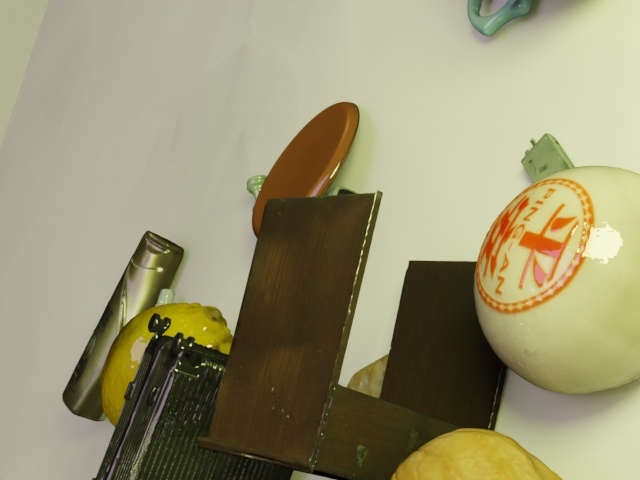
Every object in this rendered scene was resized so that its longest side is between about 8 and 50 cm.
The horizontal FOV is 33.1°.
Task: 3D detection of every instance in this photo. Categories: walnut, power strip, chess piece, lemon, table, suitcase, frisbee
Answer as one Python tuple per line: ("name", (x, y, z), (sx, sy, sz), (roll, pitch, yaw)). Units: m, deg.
("walnut", (0.155, 0.276, 0.978), (0.193, 0.193, 0.225), (-62, 31, 8))
("power strip", (0.262, -0.074, 1.206), (0.051, 0.019, 0.136), (-52, 34, 26))
("chess piece", (-0.097, -0.057, 1.731), (0.042, 0.042, 0.093), (-35, 49, 42))
("lemon", (-0.220, 0.200, 1.592), (0.260, 0.204, 0.204), (-53, 33, 22))
("table", (0.051, 0.120, 1.163), (0.196, 0.250, 0.282), (-2, 71, 51))
("suitcase", (-0.163, 0.296, 1.418), (0.152, 0.229, 0.335), (19, 87, 67))
("frisbee", (-0.026, -0.107, 1.615), (0.251, 0.021, 0.251), (-44, 23, 25))

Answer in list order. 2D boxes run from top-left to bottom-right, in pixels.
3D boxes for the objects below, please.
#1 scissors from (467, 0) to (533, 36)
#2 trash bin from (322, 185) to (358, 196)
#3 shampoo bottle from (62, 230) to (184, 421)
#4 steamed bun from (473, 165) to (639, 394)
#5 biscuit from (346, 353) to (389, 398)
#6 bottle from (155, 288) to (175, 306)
("scissors", (0.212, -0.388, 1.484), (0.191, 0.029, 0.360), (-59, 30, 6))
("trash bin", (0.000, 0.000, 1.523), (0.130, 0.059, 0.116), (-32, 44, 45))
("shampoo bottle", (-0.356, 0.152, 1.949), (0.350, 0.084, 0.125), (-62, 29, 6))
("steamed bun", (0.240, 0.030, 1.050), (0.232, 0.145, 0.232), (-35, 44, 42))
("biscuit", (0.076, 0.179, 1.329), (0.147, 0.018, 0.071), (-35, 42, 43))
("bottle", (-0.286, 0.189, 1.839), (0.060, 0.060, 0.217), (-18, 56, 52))
